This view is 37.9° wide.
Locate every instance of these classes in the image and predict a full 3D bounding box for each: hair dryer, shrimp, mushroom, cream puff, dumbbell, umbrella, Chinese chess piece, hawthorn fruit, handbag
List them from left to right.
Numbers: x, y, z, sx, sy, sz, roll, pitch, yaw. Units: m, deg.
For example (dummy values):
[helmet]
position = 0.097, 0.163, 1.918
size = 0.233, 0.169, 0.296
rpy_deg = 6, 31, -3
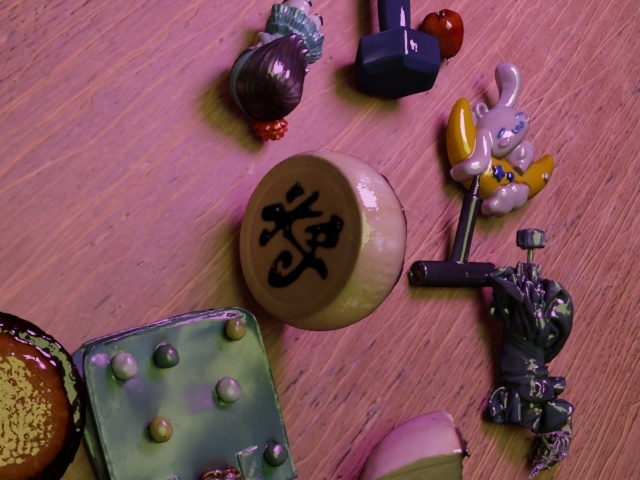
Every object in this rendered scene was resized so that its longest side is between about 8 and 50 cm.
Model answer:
[cream puff]
position = -0.387, 0.195, 1.041
size = 0.239, 0.165, 0.239
rpy_deg = 11, 70, -32
[handbag]
position = -0.171, 0.231, 1.222
size = 0.269, 0.100, 0.274
rpy_deg = -13, 82, -38
[Chinese chess piece]
position = 0.000, 0.000, 1.318
size = 0.104, 0.257, 0.257
rpy_deg = 9, 70, -47
[dumbbell]
position = 0.128, -0.409, 1.610
size = 0.156, 0.144, 0.316
rpy_deg = 10, 69, -32
[mushroom]
position = 0.125, 0.354, 1.388
size = 0.162, 0.173, 0.236
rpy_deg = -98, 180, -58
[hawthorn fruit]
position = 0.226, -0.375, 1.717
size = 0.081, 0.081, 0.093
rpy_deg = -39, 128, -37
[hair dryer]
position = 0.232, -0.016, 1.587
size = 0.173, 0.050, 0.194
rpy_deg = 1, 92, -37
[umbrella]
position = 0.355, 0.152, 1.583
size = 0.143, 0.094, 0.348
rpy_deg = 6, 85, -14
[shrimp]
position = 0.395, 0.355, 1.607
size = 0.165, 0.057, 0.065
rpy_deg = -37, 113, -47

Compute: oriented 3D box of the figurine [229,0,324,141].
[figurine]
position = -0.058, -0.281, 1.467
size = 0.138, 0.110, 0.245
rpy_deg = 52, 45, -32

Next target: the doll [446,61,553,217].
[doll]
position = 0.326, -0.174, 1.694
size = 0.252, 0.111, 0.237
rpy_deg = -39, 97, -28
